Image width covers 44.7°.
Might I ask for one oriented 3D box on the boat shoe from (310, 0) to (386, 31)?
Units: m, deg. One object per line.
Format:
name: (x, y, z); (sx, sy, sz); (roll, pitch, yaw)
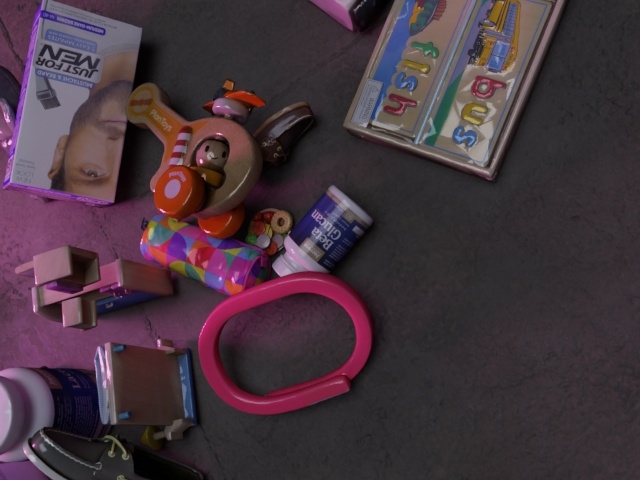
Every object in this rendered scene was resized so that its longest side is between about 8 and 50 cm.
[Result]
boat shoe: (-0.002, -0.522, 1.374); (0.340, 0.127, 0.158); (41, 88, 12)

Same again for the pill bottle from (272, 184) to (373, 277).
pill bottle: (0.000, 0.000, 1.283); (0.094, 0.094, 0.169); (42, 95, 20)

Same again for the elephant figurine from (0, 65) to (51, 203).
elephant figurine: (-0.583, -0.223, 1.498); (0.239, 0.186, 0.169); (31, 65, 14)

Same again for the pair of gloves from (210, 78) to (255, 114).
pair of gloves: (-0.162, -0.252, 1.427); (0.083, 0.010, 0.074); (28, 90, 22)

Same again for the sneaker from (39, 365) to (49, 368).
sneaker: (-0.531, 0.284, 1.439); (0.043, 0.040, 0.109); (14, 85, 22)

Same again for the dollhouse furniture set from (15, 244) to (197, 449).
dollhouse furniture set: (-0.377, 0.200, 1.279); (0.198, 0.286, 0.304); (-18, 72, 23)

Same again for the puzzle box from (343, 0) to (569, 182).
puzzle box: (0.236, -0.325, 1.286); (0.272, 0.052, 0.409); (21, 87, 20)

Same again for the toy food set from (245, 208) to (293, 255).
toy food set: (-0.089, -0.016, 1.355); (0.083, 0.020, 0.083); (12, 84, 20)

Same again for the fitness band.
fitness band: (-0.055, 0.165, 1.256); (0.290, 0.054, 0.209); (-20, 97, 14)

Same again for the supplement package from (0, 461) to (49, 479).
supplement package: (-0.553, 0.497, 1.289); (0.145, 0.262, 0.204); (-45, 70, 5)

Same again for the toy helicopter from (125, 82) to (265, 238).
toy helicopter: (-0.219, -0.183, 1.318); (0.355, 0.140, 0.235); (41, 97, 36)

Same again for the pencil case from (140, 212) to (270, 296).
pencil case: (-0.201, 0.024, 1.346); (0.236, 0.104, 0.104); (23, 88, 19)

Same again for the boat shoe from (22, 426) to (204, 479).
boat shoe: (-0.323, 0.359, 1.241); (0.091, 0.305, 0.109); (-52, 31, 3)

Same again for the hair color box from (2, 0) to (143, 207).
hair color box: (-0.449, -0.244, 1.421); (0.110, 0.185, 0.339); (-4, 77, 61)

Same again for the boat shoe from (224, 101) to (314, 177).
boat shoe: (-0.091, -0.157, 1.355); (0.207, 0.073, 0.073); (-35, 66, 18)

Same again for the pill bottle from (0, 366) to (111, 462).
pill bottle: (-0.477, 0.289, 1.300); (0.153, 0.264, 0.153); (-3, 79, 17)
